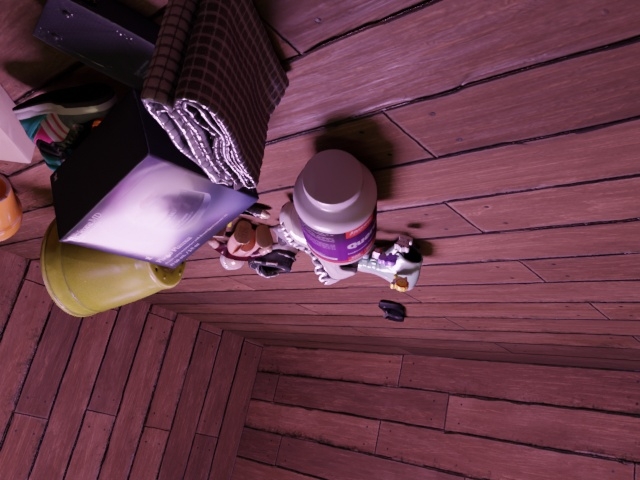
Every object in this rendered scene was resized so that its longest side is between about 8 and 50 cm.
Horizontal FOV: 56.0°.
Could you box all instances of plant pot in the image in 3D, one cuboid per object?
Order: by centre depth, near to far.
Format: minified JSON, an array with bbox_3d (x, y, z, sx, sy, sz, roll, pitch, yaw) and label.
[{"bbox_3d":[-1.080,-0.125,1.960,0.205,0.205,0.188,19,145,-18],"label":"plant pot"},{"bbox_3d":[-0.656,0.056,2.004,0.352,0.367,0.366,-7,155,19],"label":"plant pot"}]

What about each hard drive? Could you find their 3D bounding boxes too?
[{"bbox_3d":[-0.345,-0.338,1.037,0.254,0.054,0.172,24,158,-30],"label":"hard drive"}]

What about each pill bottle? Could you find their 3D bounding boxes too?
[{"bbox_3d":[0.037,-0.073,1.354,0.181,0.182,0.323,10,162,8],"label":"pill bottle"}]

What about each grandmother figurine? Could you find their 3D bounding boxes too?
[{"bbox_3d":[-0.267,0.027,1.977,0.207,0.104,0.342,19,159,-12],"label":"grandmother figurine"}]

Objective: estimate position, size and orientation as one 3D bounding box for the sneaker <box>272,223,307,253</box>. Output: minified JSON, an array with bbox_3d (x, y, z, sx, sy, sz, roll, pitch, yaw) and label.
[{"bbox_3d":[-0.047,0.004,1.813,0.228,0.086,0.132,36,157,-28],"label":"sneaker"}]

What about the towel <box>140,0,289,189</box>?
[{"bbox_3d":[-0.148,-0.234,0.935,0.121,0.235,0.284,2,159,14],"label":"towel"}]

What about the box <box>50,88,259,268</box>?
[{"bbox_3d":[-0.346,-0.108,1.258,0.296,0.183,0.294,-37,147,25],"label":"box"}]

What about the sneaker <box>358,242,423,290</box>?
[{"bbox_3d":[0.178,0.032,1.746,0.255,0.094,0.151,25,139,9],"label":"sneaker"}]

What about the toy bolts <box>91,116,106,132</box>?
[{"bbox_3d":[-0.475,-0.206,1.466,0.228,0.159,0.218,26,119,-9],"label":"toy bolts"}]

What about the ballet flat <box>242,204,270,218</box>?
[{"bbox_3d":[-0.226,-0.080,1.714,0.173,0.049,0.057,9,162,10],"label":"ballet flat"}]

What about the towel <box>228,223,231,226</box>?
[{"bbox_3d":[-0.385,-0.072,1.814,0.237,0.021,0.102,3,160,-10],"label":"towel"}]

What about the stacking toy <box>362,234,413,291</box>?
[{"bbox_3d":[0.147,0.043,1.669,0.221,0.052,0.167,17,134,18],"label":"stacking toy"}]

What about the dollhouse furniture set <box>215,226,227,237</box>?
[{"bbox_3d":[-0.342,-0.096,1.629,0.143,0.123,0.151,3,159,26],"label":"dollhouse furniture set"}]

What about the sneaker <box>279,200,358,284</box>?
[{"bbox_3d":[0.000,0.000,1.641,0.118,0.110,0.292,-10,132,41],"label":"sneaker"}]

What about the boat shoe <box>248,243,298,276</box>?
[{"bbox_3d":[-0.181,0.081,2.086,0.114,0.091,0.302,20,160,-21],"label":"boat shoe"}]

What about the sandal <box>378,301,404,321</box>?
[{"bbox_3d":[0.300,0.305,2.474,0.097,0.055,0.254,5,160,22],"label":"sandal"}]

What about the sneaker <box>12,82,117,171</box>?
[{"bbox_3d":[-0.509,-0.221,1.269,0.295,0.124,0.179,3,127,35],"label":"sneaker"}]

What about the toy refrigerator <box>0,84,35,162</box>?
[{"bbox_3d":[-0.771,-0.285,1.419,0.102,0.094,0.269,7,162,-3],"label":"toy refrigerator"}]
